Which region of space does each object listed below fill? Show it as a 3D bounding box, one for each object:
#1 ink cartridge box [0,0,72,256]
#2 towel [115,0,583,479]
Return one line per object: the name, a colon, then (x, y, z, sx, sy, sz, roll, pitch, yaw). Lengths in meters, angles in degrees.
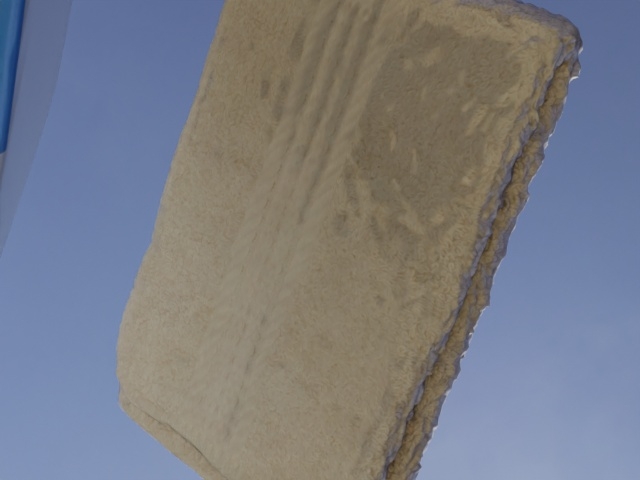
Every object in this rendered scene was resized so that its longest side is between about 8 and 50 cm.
ink cartridge box: (-0.232, -0.117, 0.346, 0.307, 0.129, 0.223, 15, -37, -11)
towel: (0.000, 0.000, 0.549, 0.187, 0.049, 0.282, 31, -71, 34)
